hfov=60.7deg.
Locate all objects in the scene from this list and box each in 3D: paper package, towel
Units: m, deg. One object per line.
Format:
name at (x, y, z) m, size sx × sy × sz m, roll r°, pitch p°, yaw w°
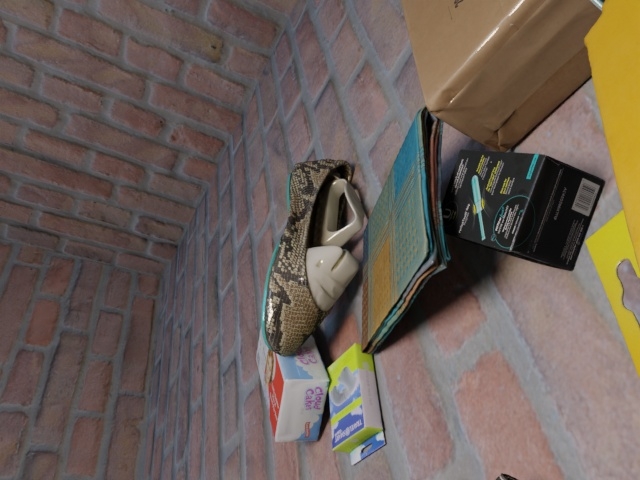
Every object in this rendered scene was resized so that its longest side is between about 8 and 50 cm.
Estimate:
paper package at (0.277, -0.354, 0.767) m, size 0.309 × 0.168 × 0.324 m, roll -47°, pitch 34°, yaw 42°
towel at (0.122, 0.002, 0.875) m, size 0.370 × 0.040 × 0.271 m, roll 107°, pitch 169°, yaw -59°

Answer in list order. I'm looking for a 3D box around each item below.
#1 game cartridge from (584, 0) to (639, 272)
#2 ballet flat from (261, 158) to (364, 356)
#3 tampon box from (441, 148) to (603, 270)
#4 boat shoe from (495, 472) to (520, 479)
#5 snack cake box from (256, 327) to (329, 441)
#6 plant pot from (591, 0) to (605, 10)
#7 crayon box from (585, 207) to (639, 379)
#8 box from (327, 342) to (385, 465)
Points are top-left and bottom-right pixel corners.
game cartridge at (0.266, -0.145, 0.283) m, size 0.285 × 0.053 × 0.323 m, roll 120°, pitch 170°, yaw -48°
ballet flat at (0.000, 0.000, 1.119) m, size 0.182 × 0.164 × 0.482 m, roll -13°, pitch 46°, yaw 24°
tampon box at (0.246, -0.044, 0.704) m, size 0.161 × 0.102 × 0.120 m, roll 27°, pitch 100°, yaw 66°
boat shoe at (0.255, 0.275, 0.509) m, size 0.228 × 0.081 × 0.068 m, roll 17°, pitch 87°, yaw 59°
snack cake box at (-0.065, 0.262, 1.129) m, size 0.264 × 0.089 × 0.152 m, roll -118°, pitch 36°, yaw -60°
plant pot at (0.372, -0.325, 0.442) m, size 0.293 × 0.196 × 0.293 m, roll 29°, pitch 130°, yaw 40°
crayon box at (0.370, -0.020, 0.408) m, size 0.318 × 0.081 × 0.202 m, roll -51°, pitch 20°, yaw 39°
box at (0.058, 0.285, 0.959) m, size 0.109 × 0.042 × 0.178 m, roll -51°, pitch 31°, yaw 40°
